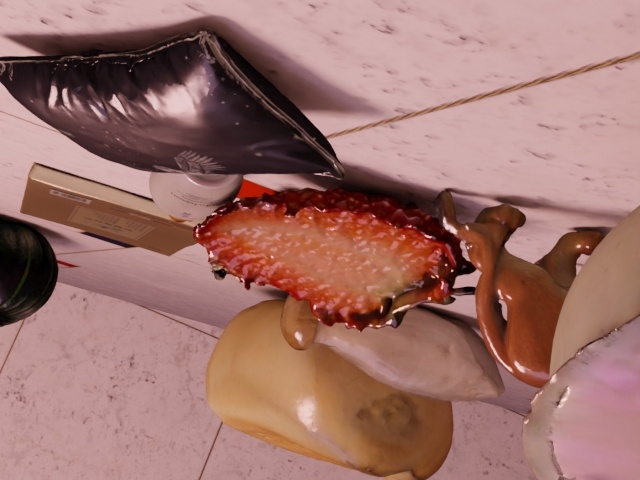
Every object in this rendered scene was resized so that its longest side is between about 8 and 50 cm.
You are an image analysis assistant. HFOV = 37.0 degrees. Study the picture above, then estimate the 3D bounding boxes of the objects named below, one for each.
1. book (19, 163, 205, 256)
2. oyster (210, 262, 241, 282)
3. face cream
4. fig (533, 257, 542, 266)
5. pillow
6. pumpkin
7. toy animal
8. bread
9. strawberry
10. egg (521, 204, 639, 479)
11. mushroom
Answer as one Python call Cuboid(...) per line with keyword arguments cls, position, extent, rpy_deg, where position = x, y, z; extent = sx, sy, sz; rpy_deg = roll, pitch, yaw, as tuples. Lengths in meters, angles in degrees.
Cuboid(cls="book", position=(-0.261, -0.030, 1.193), extent=(0.217, 0.021, 0.310), rpy_deg=(17, 170, -17))
Cuboid(cls="oyster", position=(-0.087, 0.019, 1.175), extent=(0.106, 0.061, 0.200), rpy_deg=(-1, 179, -23))
Cuboid(cls="face cream", position=(-0.101, -0.048, 0.777), extent=(0.072, 0.051, 0.182), rpy_deg=(13, 171, -13))
Cuboid(cls="fig", position=(0.241, 0.055, 0.824), extent=(0.125, 0.089, 0.089), rpy_deg=(38, -175, 35))
Cuboid(cls="pillow", position=(-0.099, -0.080, 0.605), extent=(0.208, 0.055, 0.141), rpy_deg=(6, 157, 40))
Cuboid(cls="pumpkin", position=(-0.561, 0.060, 1.585), extent=(0.250, 0.216, 0.250), rpy_deg=(-9, 159, -4))
Cuboid(cls="toy animal", position=(0.219, 0.064, 0.650), extent=(0.312, 0.158, 0.097), rpy_deg=(7, 167, 30))
Cuboid(cls="bread", position=(0.007, 0.233, 1.581), extent=(0.348, 0.253, 0.376), rpy_deg=(28, 163, -34))
Cuboid(cls="strawberry", position=(0.015, -0.008, 0.773), extent=(0.208, 0.087, 0.167), rpy_deg=(32, 139, -26))
Cuboid(cls="egg", position=(0.239, 0.033, 0.458), extent=(0.264, 0.174, 0.286), rpy_deg=(15, 144, -7))
Cuboid(cls="mushroom", position=(0.113, 0.148, 1.357), extent=(0.350, 0.128, 0.128), rpy_deg=(19, 169, -8))
